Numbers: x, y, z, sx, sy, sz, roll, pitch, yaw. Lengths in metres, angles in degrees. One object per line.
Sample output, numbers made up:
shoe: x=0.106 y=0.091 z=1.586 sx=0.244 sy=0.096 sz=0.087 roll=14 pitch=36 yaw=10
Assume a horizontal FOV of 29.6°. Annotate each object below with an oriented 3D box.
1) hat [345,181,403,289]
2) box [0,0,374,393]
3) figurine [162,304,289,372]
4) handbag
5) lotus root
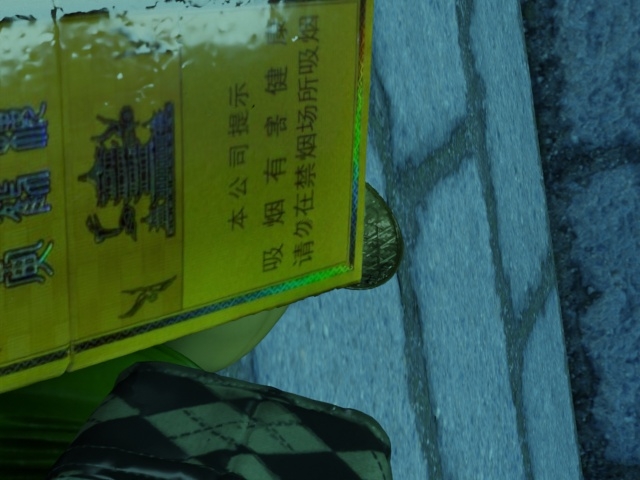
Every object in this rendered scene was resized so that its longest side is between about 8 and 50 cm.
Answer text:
hat: x=0.000 y=0.000 z=1.154 sx=0.146 sy=0.067 sz=0.146 roll=18 pitch=49 yaw=-23
box: x=-0.105 y=-0.045 z=0.635 sx=0.301 sy=0.084 sz=0.193 roll=-15 pitch=113 yaw=-42
figurine: x=-0.089 y=-0.063 z=0.795 sx=0.222 sy=0.124 sz=0.325 roll=-20 pitch=119 yaw=-40
handbag: x=-0.105 y=0.285 z=0.466 sx=0.416 sy=0.180 sz=0.317 roll=-61 pitch=166 yaw=-61
lotus root: x=-0.105 y=0.128 z=0.695 sx=0.186 sy=0.186 sz=0.186 roll=-5 pitch=90 yaw=-69
